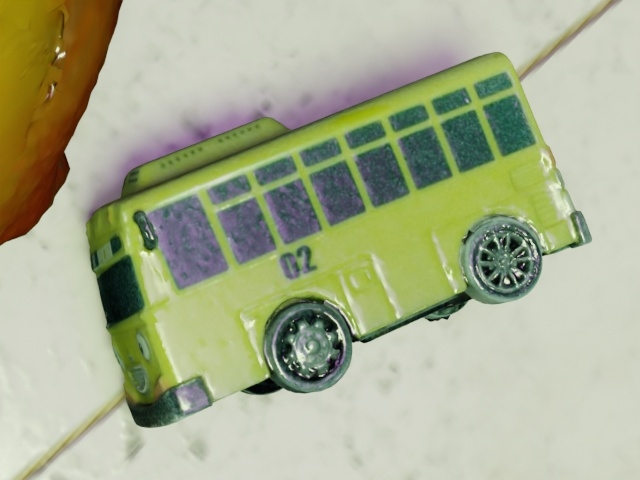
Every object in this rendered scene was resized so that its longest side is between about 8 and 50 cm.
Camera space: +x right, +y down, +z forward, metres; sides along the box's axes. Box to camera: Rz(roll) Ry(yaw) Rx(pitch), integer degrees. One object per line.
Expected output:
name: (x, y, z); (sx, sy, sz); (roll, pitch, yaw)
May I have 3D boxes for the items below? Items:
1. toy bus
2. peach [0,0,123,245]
toy bus: (0.000, 0.000, 0.638); (0.175, 0.088, 0.101); (-22, 91, -18)
peach: (-0.231, -0.090, 0.473); (0.372, 0.290, 0.373); (1, 88, -20)
